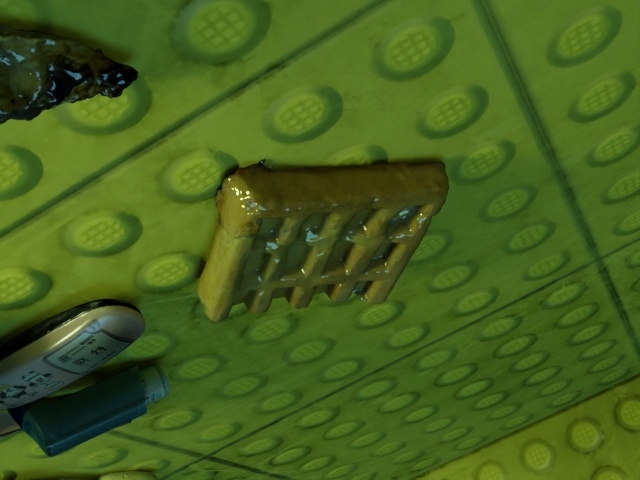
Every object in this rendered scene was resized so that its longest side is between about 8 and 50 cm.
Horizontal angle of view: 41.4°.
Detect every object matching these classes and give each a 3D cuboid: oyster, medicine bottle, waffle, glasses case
[{"bbox_3d":[-0.340,-0.168,0.806,0.345,0.079,0.129,3,134,-31],"label":"oyster"},{"bbox_3d":[-0.394,0.277,1.456,0.258,0.124,0.079,-20,144,-26],"label":"medicine bottle"},{"bbox_3d":[0.000,-0.001,1.270,0.348,0.077,0.304,-5,145,-25],"label":"waffle"},{"bbox_3d":[-0.412,0.177,1.299,0.314,0.075,0.122,-29,152,13],"label":"glasses case"}]

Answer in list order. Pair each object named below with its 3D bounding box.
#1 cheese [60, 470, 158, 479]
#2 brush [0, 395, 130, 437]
[{"bbox_3d":[-0.486,0.549,1.880,0.127,0.050,0.255,-35,145,25],"label":"cheese"},{"bbox_3d":[-0.488,0.320,1.500,0.312,0.072,0.067,-5,160,-24],"label":"brush"}]
